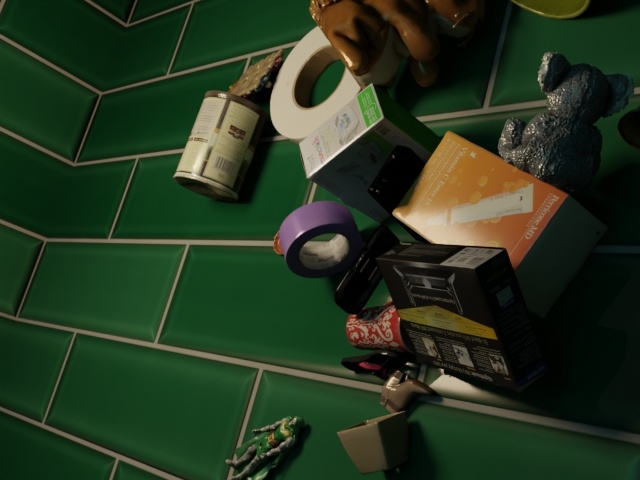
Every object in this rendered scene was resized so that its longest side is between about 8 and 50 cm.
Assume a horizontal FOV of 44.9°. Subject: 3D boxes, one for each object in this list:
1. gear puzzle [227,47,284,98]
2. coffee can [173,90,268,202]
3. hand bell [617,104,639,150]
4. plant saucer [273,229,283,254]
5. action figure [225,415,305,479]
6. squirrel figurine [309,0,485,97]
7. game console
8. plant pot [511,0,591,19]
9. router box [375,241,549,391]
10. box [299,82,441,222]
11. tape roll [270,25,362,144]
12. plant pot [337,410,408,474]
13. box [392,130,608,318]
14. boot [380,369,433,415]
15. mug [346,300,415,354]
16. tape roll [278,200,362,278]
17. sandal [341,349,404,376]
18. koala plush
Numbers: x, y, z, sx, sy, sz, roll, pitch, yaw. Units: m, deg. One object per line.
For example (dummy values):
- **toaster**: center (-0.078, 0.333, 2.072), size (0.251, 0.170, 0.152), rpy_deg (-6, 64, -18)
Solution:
- **gear puzzle**: center (-0.221, -0.485, 2.412), size (0.339, 0.044, 0.175), rpy_deg (-5, 49, 60)
- **coffee can**: center (-0.295, -0.275, 2.293), size (0.202, 0.202, 0.275), rpy_deg (8, 74, 47)
- **hand bell**: center (0.648, -0.293, 1.440), size (0.126, 0.126, 0.242), rpy_deg (1, 57, 46)
- **plant saucer**: center (-0.093, 0.000, 2.079), size (0.083, 0.013, 0.083), rpy_deg (-23, 54, 36)
- **action figure**: center (-0.124, 0.482, 1.812), size (0.232, 0.063, 0.137), rpy_deg (-42, 41, 17)
- **squirrel figurine**: center (0.190, -0.566, 1.876), size (0.370, 0.281, 0.397), rpy_deg (-35, 61, 9)
- **game console**: center (0.137, -0.010, 1.664), size (0.044, 0.213, 0.361), rpy_deg (24, 78, 45)
- **plant pot**: center (0.527, -0.728, 1.635), size (0.353, 0.366, 0.366), rpy_deg (-49, 41, -4)
- **router box**: center (0.254, 0.130, 1.436), size (0.081, 0.242, 0.309), rpy_deg (-29, 16, -24)
- **box**: center (0.127, -0.188, 1.771), size (0.231, 0.262, 0.126), rpy_deg (-37, 46, 27)
- **tape roll**: center (0.015, -0.444, 2.171), size (0.392, 0.072, 0.392), rpy_deg (-24, 53, 36)
- **plant pot**: center (0.117, 0.412, 1.565), size (0.109, 0.109, 0.096), rpy_deg (-25, 77, 35)
- **box**: center (0.344, -0.039, 1.536), size (0.215, 0.168, 0.345), rpy_deg (-57, 41, 6)
- **boot**: center (0.175, 0.326, 1.610), size (0.118, 0.042, 0.087), rpy_deg (25, 94, 50)
- **mug**: center (0.158, 0.185, 1.675), size (0.169, 0.150, 0.113), rpy_deg (-10, 98, 47)
- **tape roll**: center (0.000, 0.000, 1.850), size (0.189, 0.189, 0.080), rpy_deg (-40, 44, 23)
- **sandal**: center (0.112, 0.274, 1.677), size (0.179, 0.067, 0.040), rpy_deg (-20, 40, 47)
- **koala plush**: center (0.449, -0.215, 1.393), size (0.203, 0.196, 0.221), rpy_deg (-55, -14, -72)
